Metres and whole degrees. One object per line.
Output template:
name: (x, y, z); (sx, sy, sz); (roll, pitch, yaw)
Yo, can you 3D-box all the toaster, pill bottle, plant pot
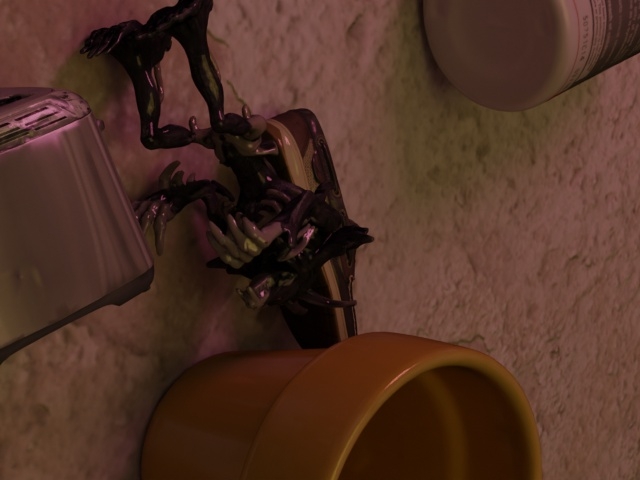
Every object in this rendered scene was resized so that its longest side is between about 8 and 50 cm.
toaster: (-0.221, -0.005, 0.824); (0.227, 0.129, 0.146); (-28, 113, -36)
pill bottle: (0.241, -0.235, 1.218); (0.283, 0.161, 0.161); (-28, 116, -38)
plant pot: (0.000, 0.184, 0.999); (0.254, 0.239, 0.254); (-10, 105, -43)

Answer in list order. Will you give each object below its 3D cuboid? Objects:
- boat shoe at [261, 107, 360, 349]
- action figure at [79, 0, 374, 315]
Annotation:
boat shoe: (-0.001, -0.001, 1.077); (0.073, 0.080, 0.223); (-30, 113, -32)
action figure: (-0.074, -0.034, 0.950); (0.141, 0.164, 0.276); (-47, 119, -41)
